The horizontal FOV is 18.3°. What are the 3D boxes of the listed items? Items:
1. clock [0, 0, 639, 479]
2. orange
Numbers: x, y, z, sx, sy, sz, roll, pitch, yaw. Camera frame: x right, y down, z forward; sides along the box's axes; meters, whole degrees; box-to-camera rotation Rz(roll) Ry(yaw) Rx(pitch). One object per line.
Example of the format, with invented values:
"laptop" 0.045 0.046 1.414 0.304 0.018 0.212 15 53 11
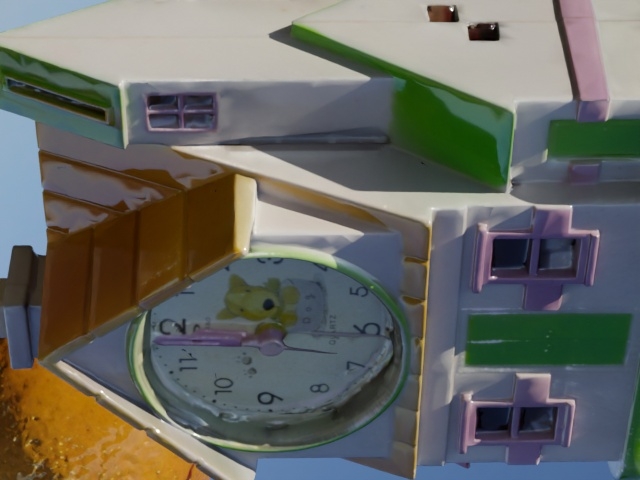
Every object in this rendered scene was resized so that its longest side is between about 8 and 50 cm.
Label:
"clock" 0.000 -0.001 0.902 0.309 0.235 0.166 0 -138 -1
"orange" -0.162 0.122 1.338 0.161 0.193 0.193 -53 -166 6
